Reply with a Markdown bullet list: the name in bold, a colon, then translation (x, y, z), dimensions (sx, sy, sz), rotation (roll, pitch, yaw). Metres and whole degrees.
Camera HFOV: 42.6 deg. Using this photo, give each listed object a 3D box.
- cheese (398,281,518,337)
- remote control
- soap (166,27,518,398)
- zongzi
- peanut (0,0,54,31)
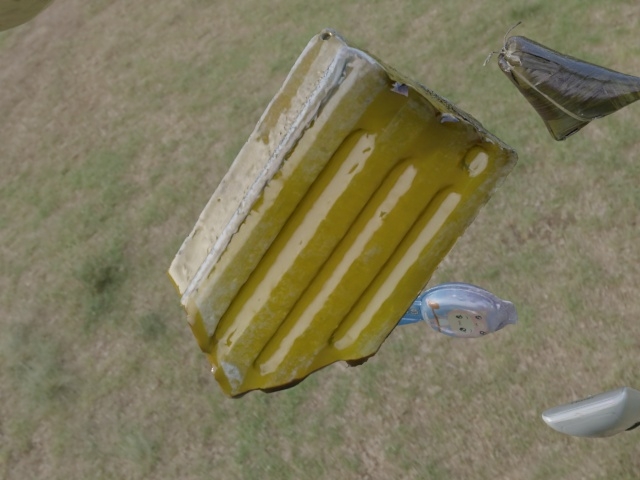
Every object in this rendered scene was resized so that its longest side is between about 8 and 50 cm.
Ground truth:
- **cheese**: translation (0.198, 0.114, 1.344), dimensions (0.245, 0.135, 0.052), rotation (1, 49, 23)
- **remote control**: translation (0.403, 0.249, 1.142), dimensions (0.109, 0.313, 0.055), rotation (-24, 66, 24)
- **soap**: translation (0.000, 0.000, 0.584), dimensions (0.257, 0.160, 0.080), rotation (-55, 32, 16)
- **zongzi**: translation (0.364, -0.246, 1.177), dimensions (0.184, 0.187, 0.084), rotation (-20, 37, 48)
- **peanut**: translation (-0.187, -0.142, 0.369), dimensions (0.253, 0.122, 0.137), rotation (-5, 11, 42)
